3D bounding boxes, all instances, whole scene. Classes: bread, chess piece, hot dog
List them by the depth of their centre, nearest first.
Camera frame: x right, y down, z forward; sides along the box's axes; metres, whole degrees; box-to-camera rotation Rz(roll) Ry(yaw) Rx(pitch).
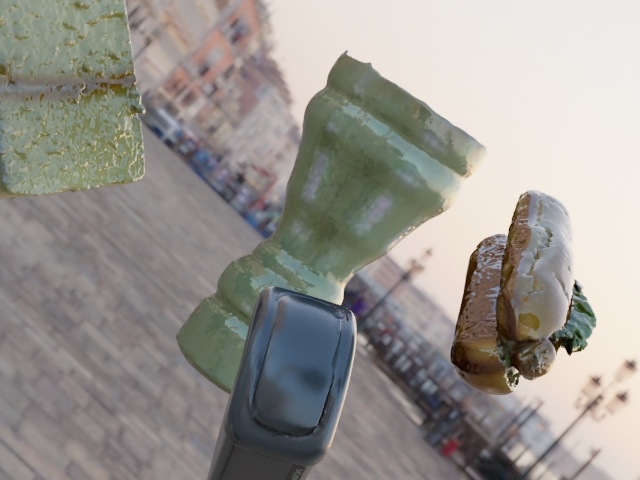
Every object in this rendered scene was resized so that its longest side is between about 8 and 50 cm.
[{"bbox_3d":[0.198,0.057,1.228,0.100,0.135,0.337,38,22,-5],"label":"hot dog"},{"bbox_3d":[-0.348,-0.186,1.579,0.236,0.263,0.198,-13,12,-41],"label":"bread"},{"bbox_3d":[0.000,0.000,1.645,0.234,0.442,0.234,34,4,-3],"label":"chess piece"}]

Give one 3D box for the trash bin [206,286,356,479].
[{"bbox_3d":[-0.043,0.160,1.225,0.101,0.177,0.236,16,-40,-6],"label":"trash bin"}]
